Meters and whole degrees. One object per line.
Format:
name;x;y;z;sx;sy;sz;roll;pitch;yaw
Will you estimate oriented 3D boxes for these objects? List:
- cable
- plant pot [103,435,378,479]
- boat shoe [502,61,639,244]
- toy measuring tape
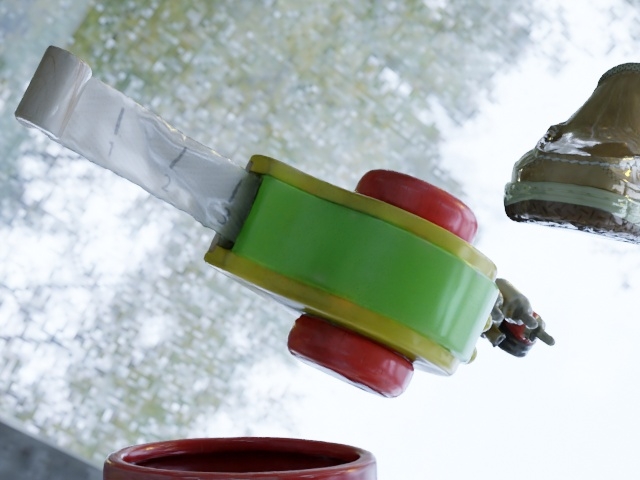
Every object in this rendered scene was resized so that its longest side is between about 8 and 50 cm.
cable;0.165;0.031;1.681;0.072;0.139;0.287;-47;-136;14
plant pot;-0.055;0.230;1.036;0.191;0.191;0.174;-2;-93;49
boat shoe;0.121;-0.039;0.625;0.068;0.190;0.072;14;-82;16
toy measuring tape;0.000;0.000;0.737;0.121;0.330;0.121;-16;-120;29
